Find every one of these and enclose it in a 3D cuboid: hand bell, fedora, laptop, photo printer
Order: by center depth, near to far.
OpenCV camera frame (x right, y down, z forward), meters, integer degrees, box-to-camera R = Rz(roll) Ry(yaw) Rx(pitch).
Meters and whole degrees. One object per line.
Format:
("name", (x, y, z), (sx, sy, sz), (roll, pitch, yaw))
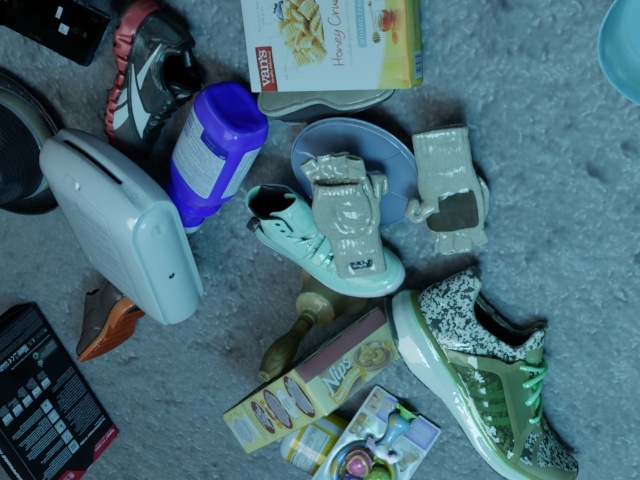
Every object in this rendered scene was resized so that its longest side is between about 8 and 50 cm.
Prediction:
("laptop", (-0.421, -0.400, 1.263), (0.264, 0.136, 0.234), (26, 166, -17))
("hand bell", (-0.028, 0.130, 1.320), (0.126, 0.242, 0.126), (16, 127, 21))
("photo printer", (-0.318, -0.028, 1.386), (0.256, 0.107, 0.307), (36, 154, 28))
("fedora", (-0.608, -0.145, 1.527), (0.334, 0.152, 0.333), (16, 129, 21))

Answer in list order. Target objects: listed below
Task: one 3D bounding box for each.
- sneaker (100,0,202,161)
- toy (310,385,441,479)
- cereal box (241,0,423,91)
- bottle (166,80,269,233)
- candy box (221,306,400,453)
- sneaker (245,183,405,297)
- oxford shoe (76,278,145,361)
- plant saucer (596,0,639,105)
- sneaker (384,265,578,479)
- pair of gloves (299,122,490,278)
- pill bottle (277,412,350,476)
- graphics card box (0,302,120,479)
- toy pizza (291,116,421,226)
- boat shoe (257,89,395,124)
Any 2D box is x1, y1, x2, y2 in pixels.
("sneaker", (-0.250, -0.219, 1.300), (0.135, 0.097, 0.276), (29, 130, 13))
("toy", (0.083, 0.379, 1.453), (0.137, 0.237, 0.056), (34, 173, 8))
("cereal box", (0.010, -0.280, 1.115), (0.240, 0.047, 0.172), (3, 109, 28))
("bottle", (-0.172, -0.113, 1.324), (0.118, 0.092, 0.283), (54, 141, 17))
("candy box", (-0.018, 0.228, 1.373), (0.087, 0.183, 0.316), (54, 146, 3))
("sneaker", (-0.001, 0.000, 1.272), (0.256, 0.094, 0.151), (23, 166, 17))
("oxford shoe", (-0.415, 0.146, 1.677), (0.098, 0.097, 0.271), (55, 130, 13))
("plant saucer", (0.437, -0.216, 0.847), (0.318, 0.043, 0.317), (6, 155, 3))
("sneaker", (0.278, 0.203, 1.275), (0.182, 0.158, 0.410), (-37, 105, 24))
("pair of gloves", (0.109, -0.053, 1.184), (0.240, 0.042, 0.204), (-15, 123, 14))
("pill bottle", (0.000, 0.364, 1.553), (0.209, 0.117, 0.117), (28, 132, 10))
("graphics card box", (-0.605, 0.345, 1.819), (0.094, 0.233, 0.370), (-9, 117, 35))
("toy pizza", (0.054, -0.100, 1.236), (0.201, 0.032, 0.201), (16, 140, 14))
("boat shoe", (0.015, -0.200, 1.199), (0.206, 0.075, 0.065), (-5, 162, 27))
